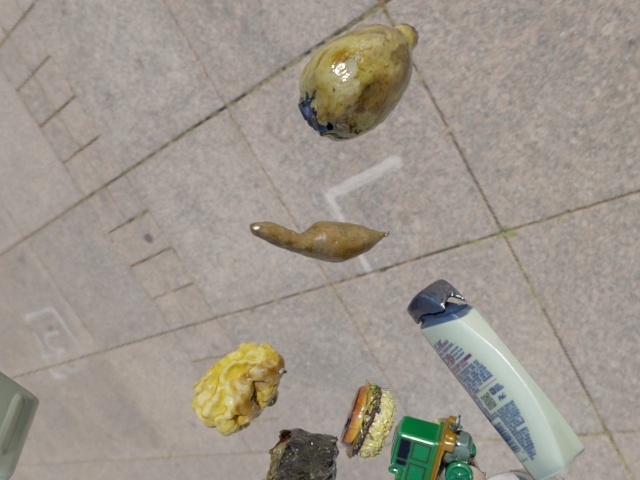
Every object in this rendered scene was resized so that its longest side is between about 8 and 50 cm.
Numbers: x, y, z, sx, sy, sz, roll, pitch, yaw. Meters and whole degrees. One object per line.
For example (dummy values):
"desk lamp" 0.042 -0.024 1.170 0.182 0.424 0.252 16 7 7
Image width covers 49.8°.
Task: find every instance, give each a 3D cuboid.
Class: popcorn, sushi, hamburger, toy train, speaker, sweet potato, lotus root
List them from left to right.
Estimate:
"speaker" -0.748 0.332 1.357 0.183 0.184 0.406 -7 143 14
"popcorn" -0.155 0.278 1.326 0.140 0.194 0.163 41 167 10
"sushi" -0.037 0.392 1.082 0.115 0.212 0.147 7 110 5
"sweet potato" -0.003 0.001 1.195 0.074 0.269 0.075 -9 80 60
"lotus root" 0.059 -0.234 0.981 0.138 0.214 0.138 44 176 3
"hamburger" 0.148 0.545 2.076 0.138 0.261 0.243 20 93 5
"toy train" 0.170 0.369 1.093 0.136 0.091 0.228 17 108 12

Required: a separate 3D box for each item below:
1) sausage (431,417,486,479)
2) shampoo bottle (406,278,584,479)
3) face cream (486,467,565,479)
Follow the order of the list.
"sausage" 0.260 0.415 1.367 0.082 0.371 0.082 0 91 4
"shampoo bottle" 0.287 0.222 1.156 0.359 0.078 0.134 54 150 18
"face cream" 0.408 0.546 1.372 0.177 0.153 0.177 -9 76 38
